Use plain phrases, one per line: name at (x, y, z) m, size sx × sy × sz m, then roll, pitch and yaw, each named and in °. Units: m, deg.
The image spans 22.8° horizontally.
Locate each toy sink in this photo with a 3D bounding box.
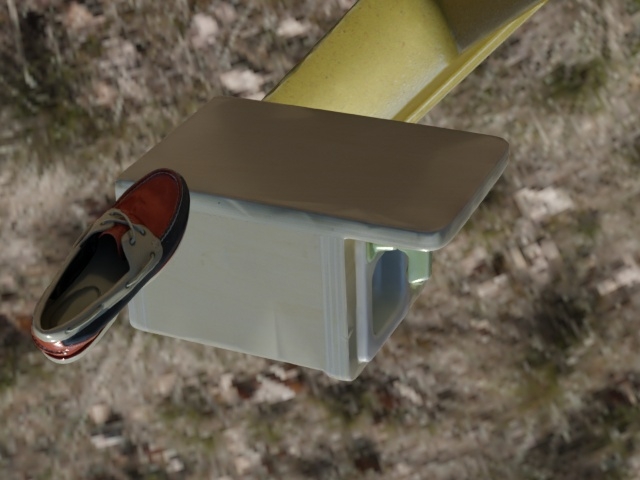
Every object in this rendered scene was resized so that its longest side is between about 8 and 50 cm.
toy sink at (0.000, 0.000, 1.096) m, size 0.234 × 0.153 × 0.131 m, roll 10°, pitch 121°, yaw 21°

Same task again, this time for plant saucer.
plant saucer at (0.059, -0.141, 1.349) m, size 0.332 × 0.081 × 0.333 m, roll -42°, pitch 177°, yaw 35°

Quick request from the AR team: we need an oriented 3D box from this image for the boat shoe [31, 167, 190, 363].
boat shoe at (-0.121, 0.009, 0.919) m, size 0.137 × 0.049 × 0.043 m, roll -55°, pitch 163°, yaw -20°
